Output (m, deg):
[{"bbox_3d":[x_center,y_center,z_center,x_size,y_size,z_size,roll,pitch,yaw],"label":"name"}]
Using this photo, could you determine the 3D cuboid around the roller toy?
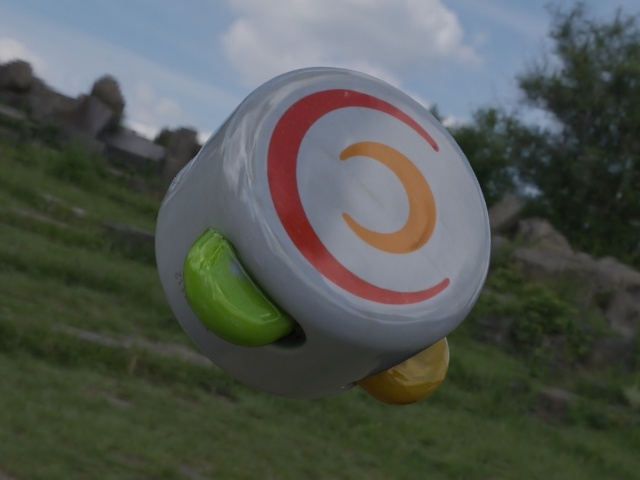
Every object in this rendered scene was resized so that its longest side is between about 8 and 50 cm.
[{"bbox_3d":[0.000,0.000,0.764,0.209,0.191,0.146,14,-30,-26],"label":"roller toy"}]
